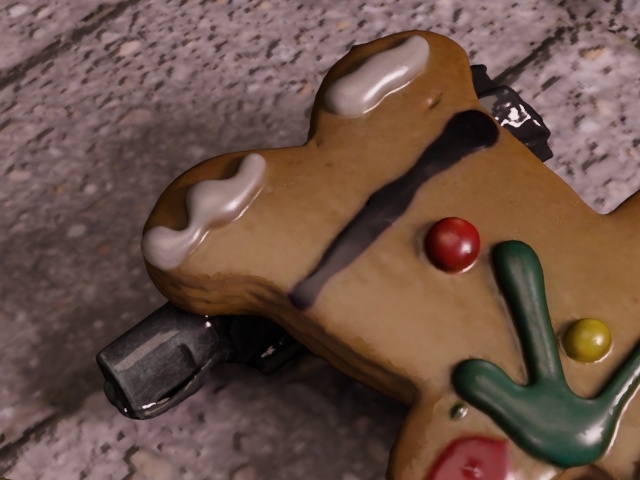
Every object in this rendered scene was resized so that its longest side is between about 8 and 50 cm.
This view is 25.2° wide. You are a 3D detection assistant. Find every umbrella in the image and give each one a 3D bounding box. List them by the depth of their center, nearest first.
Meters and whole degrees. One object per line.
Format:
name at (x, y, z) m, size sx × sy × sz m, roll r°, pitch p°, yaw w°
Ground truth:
umbrella at (0.000, 0.000, 0.637) m, size 0.235 × 0.059 × 0.066 m, roll -36°, pitch 37°, yaw -18°

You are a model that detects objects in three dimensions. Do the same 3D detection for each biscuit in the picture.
biscuit at (0.087, 0.032, 0.562) m, size 0.301 × 0.049 × 0.197 m, roll 40°, pitch 70°, yaw 18°

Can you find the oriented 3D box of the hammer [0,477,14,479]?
hammer at (-0.200, 0.054, 0.628) m, size 0.158 × 0.041 × 0.226 m, roll -27°, pitch 52°, yaw -14°
